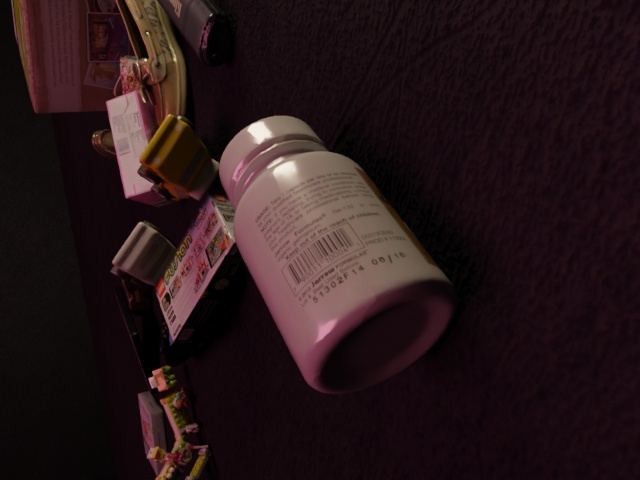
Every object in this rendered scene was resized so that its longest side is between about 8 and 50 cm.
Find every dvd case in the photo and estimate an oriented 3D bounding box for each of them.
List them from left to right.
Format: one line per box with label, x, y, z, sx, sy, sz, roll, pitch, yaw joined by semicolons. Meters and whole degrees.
dvd case;-0.484;0.265;1.522;0.180;0.022;0.252;52;153;42

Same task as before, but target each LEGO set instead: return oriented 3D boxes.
LEGO set;-0.287;0.395;1.175;0.107;0.132;0.286;-24;53;44

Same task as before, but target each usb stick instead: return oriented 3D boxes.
usb stick;-0.193;-0.340;0.835;0.278;0.045;0.077;55;144;39

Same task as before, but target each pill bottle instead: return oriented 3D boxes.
pill bottle;0.000;0.000;0.491;0.229;0.131;0.131;57;144;36

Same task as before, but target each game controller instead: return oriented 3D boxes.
game controller;-0.250;0.125;1.058;0.319;0.067;0.166;-42;62;57

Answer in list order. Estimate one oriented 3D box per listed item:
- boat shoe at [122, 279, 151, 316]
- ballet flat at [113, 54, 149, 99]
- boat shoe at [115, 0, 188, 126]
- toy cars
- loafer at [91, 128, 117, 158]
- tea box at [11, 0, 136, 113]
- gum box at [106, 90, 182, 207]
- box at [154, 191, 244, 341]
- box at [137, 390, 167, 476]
boat shoe;-0.457;0.097;1.437;0.072;0.068;0.189;-117;31;-51
ballet flat;-0.364;-0.261;1.125;0.091;0.077;0.241;-71;8;-47
boat shoe;-0.286;-0.314;0.965;0.105;0.090;0.284;-22;80;61
toy cars;-0.239;-0.035;0.923;0.087;0.176;0.393;30;128;1
loafer;-0.357;-0.179;1.097;0.050;0.148;0.056;-16;73;40
tea box;-0.473;-0.474;1.125;0.323;0.220;0.328;58;144;35
gum box;-0.308;-0.163;1.025;0.107;0.062;0.188;19;-124;-76
box;-0.180;0.042;0.865;0.207;0.036;0.114;-55;48;27
box;-0.460;0.531;1.598;0.145;0.038;0.186;18;113;59
